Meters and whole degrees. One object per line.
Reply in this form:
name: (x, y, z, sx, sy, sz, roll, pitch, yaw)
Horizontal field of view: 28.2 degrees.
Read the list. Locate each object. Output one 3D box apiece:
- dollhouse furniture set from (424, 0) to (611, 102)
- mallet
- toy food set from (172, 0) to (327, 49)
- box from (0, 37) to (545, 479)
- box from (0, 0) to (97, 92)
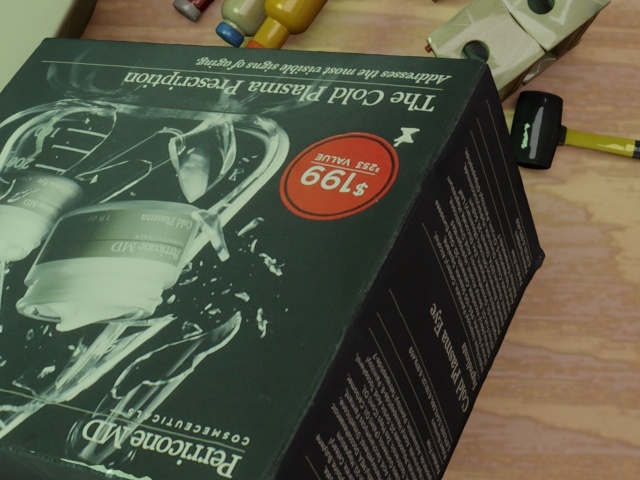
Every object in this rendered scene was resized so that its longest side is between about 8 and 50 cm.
dollhouse furniture set: (0.107, -0.201, 0.997, 0.129, 0.129, 0.183, -39, 86, -2)
mallet: (0.247, -0.085, 1.031, 0.190, 0.039, 0.062, 3, 88, -2)
toy food set: (-0.099, -0.235, 1.014, 0.232, 0.111, 0.104, 35, 86, 2)
box: (-0.086, 0.046, 0.778, 0.343, 0.179, 0.312, 7, 52, 29)
box: (-0.266, -0.139, 0.955, 0.127, 0.148, 0.232, 26, 68, -8)
